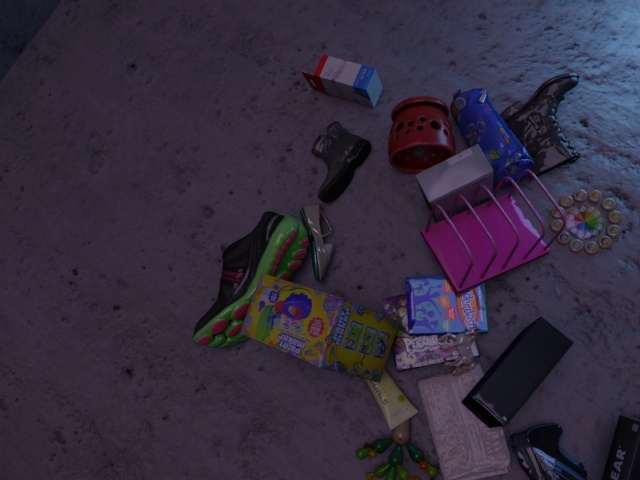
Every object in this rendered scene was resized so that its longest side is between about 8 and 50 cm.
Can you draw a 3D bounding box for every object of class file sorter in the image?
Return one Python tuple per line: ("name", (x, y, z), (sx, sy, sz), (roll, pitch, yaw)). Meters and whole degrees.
("file sorter", (0.448, -0.034, 1.447), (0.290, 0.182, 0.202), (-22, 65, -11))

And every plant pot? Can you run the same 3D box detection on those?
("plant pot", (0.290, -0.311, 1.612), (0.191, 0.191, 0.174), (-5, 74, 15))

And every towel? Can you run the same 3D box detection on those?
("towel", (0.378, 0.486, 1.472), (0.187, 0.049, 0.282), (-19, 72, 11))

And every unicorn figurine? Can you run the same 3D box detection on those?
("unicorn figurine", (0.368, 0.278, 1.455), (0.111, 0.162, 0.060), (-14, 34, 10))

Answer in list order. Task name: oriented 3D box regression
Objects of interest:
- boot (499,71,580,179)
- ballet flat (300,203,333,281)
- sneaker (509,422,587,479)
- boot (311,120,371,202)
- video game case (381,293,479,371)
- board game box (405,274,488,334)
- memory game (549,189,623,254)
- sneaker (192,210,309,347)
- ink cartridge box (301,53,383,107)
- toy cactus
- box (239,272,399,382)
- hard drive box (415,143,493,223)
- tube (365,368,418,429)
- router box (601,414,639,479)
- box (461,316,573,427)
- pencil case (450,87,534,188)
("boot", (0.656, -0.318, 1.565), (0.263, 0.091, 0.229), (-34, 71, 17))
("ballet flat", (0.000, 0.000, 1.688), (0.086, 0.086, 0.248), (-17, 72, 12))
("sneaker", (0.596, 0.613, 1.337), (0.139, 0.125, 0.341), (-27, 72, 7))
("boot", (0.032, -0.245, 1.742), (0.161, 0.083, 0.246), (33, 82, 28))
("video game case", (0.304, 0.242, 1.555), (0.232, 0.042, 0.210), (-14, 72, 13))
("board game box", (0.341, 0.175, 1.511), (0.210, 0.047, 0.160), (-5, 74, 13))
("memory game", (0.723, -0.053, 1.516), (0.186, 0.012, 0.186), (-4, 77, 16))
("sneaker", (-0.221, 0.122, 1.690), (0.483, 0.185, 0.202), (-53, 47, 2))
("ink cartridge box", (0.069, -0.506, 1.752), (0.231, 0.134, 0.078), (22, 85, 19))
("toy cactus", (0.212, 0.566, 1.490), (0.219, 0.112, 0.180), (6, 60, 20))
("box", (0.000, 0.233, 1.476), (0.290, 0.279, 0.177), (13, 81, 40))
("hard drive box", (0.373, -0.146, 1.525), (0.181, 0.232, 0.089), (-26, 72, 9))
("tube", (0.168, 0.394, 1.543), (0.070, 0.062, 0.240), (-43, 66, 23))
("router box", (0.767, 0.587, 1.263), (0.243, 0.081, 0.309), (20, 83, -8))
("box", (0.480, 0.330, 1.376), (0.103, 0.184, 0.261), (42, 78, 15))
("pencil case", (0.478, -0.297, 1.565), (0.119, 0.133, 0.306), (-11, 62, -22))
